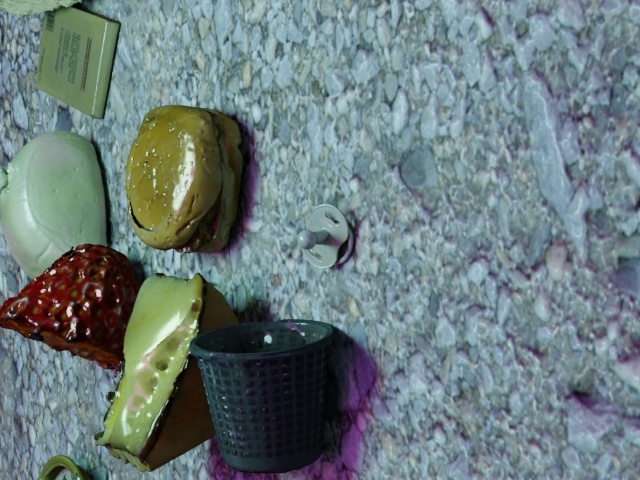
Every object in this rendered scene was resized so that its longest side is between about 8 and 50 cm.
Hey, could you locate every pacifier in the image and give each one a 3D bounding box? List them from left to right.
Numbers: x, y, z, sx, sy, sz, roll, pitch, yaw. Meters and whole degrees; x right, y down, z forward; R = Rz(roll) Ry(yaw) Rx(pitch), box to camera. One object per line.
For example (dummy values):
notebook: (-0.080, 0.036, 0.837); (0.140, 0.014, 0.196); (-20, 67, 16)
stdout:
pacifier: (0.000, 0.000, 1.549); (0.068, 0.064, 0.083); (41, 122, 26)

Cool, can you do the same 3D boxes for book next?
book: (-0.404, -0.304, 2.132); (0.231, 0.026, 0.161); (29, 112, 50)

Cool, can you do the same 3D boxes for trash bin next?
trash bin: (-0.066, 0.190, 1.554); (0.175, 0.175, 0.161); (8, 104, 53)

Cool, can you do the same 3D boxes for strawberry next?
strawberry: (-0.365, 0.086, 1.930); (0.234, 0.234, 0.178); (-2, 66, 53)

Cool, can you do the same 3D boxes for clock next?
clock: (-0.395, 0.457, 2.057); (0.237, 0.057, 0.237); (-8, 81, 54)

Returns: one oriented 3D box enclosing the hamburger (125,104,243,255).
hamburger: (-0.185, -0.083, 1.771); (0.213, 0.108, 0.214); (-14, 72, 51)

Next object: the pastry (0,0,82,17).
pastry: (-0.457, -0.426, 2.125); (0.258, 0.089, 0.121); (-9, 40, 41)

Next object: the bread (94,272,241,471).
bread: (-0.177, 0.177, 1.684); (0.204, 0.162, 0.262); (-3, 68, 64)

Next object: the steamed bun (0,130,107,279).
steamed bun: (-0.439, -0.048, 2.061); (0.170, 0.152, 0.239); (-27, 65, 50)
